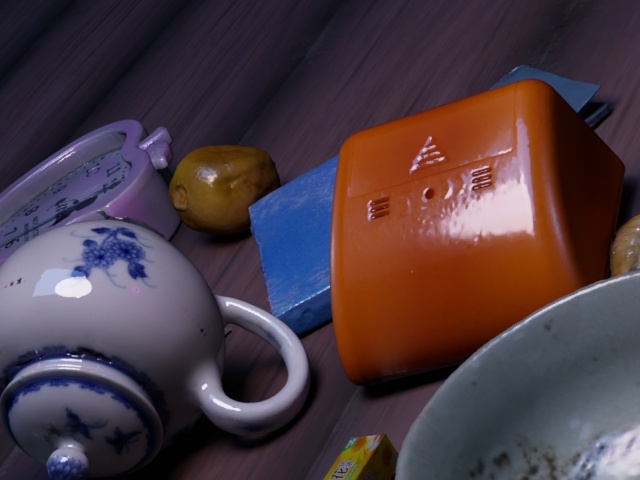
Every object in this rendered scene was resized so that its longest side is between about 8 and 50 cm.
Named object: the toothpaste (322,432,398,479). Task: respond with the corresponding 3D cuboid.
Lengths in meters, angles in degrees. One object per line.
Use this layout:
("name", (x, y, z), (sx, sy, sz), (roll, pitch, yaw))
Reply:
("toothpaste", (0.008, 0.234, 1.456), (0.043, 0.037, 0.178), (-9, 32, 42))

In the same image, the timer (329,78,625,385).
("timer", (0.137, 0.003, 1.628), (0.257, 0.161, 0.250), (-16, 48, 28))

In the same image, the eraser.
("eraser", (0.000, 0.000, 1.927), (0.144, 0.043, 0.312), (-30, 23, 5))

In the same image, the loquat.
("loquat", (-0.114, -0.064, 2.122), (0.137, 0.113, 0.137), (-20, 4, 2))

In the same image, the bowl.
("bowl", (0.209, 0.158, 1.205), (0.289, 0.146, 0.289), (-29, 21, 13))

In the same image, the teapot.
("teapot", (-0.220, 0.127, 1.710), (0.423, 0.252, 0.280), (3, 45, 5))

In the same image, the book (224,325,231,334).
("book", (-0.191, 0.151, 1.913), (0.127, 0.014, 0.182), (0, 39, 52))

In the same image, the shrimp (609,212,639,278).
("shrimp", (0.306, 0.014, 1.517), (0.124, 0.034, 0.178), (-16, 23, 22))

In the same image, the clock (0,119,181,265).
("clock", (-0.320, -0.031, 2.336), (0.338, 0.102, 0.338), (-27, 24, 13))

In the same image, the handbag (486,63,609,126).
("handbag", (0.191, -0.095, 1.863), (0.221, 0.057, 0.144), (-40, 31, -19))
